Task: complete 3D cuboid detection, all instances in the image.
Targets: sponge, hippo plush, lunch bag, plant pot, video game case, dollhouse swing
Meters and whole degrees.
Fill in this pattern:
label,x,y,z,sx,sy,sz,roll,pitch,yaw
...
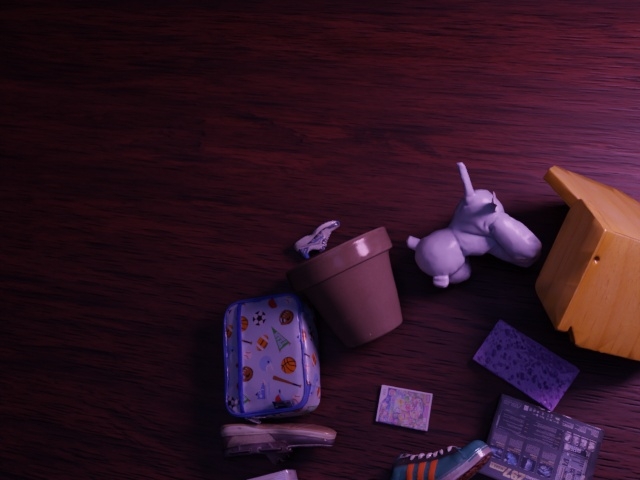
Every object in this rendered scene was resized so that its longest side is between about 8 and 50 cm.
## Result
label,x,y,z,sx,sy,sz,roll,pitch,yaw
sponge,0.473,0.287,1.572,0.210,0.031,0.117,33,81,19
hippo plush,0.349,0.019,1.567,0.236,0.294,0.234,-45,62,9
lunch bag,-0.127,0.288,1.645,0.243,0.115,0.303,-10,69,19
plant pot,0.082,0.122,1.614,0.263,0.263,0.229,-26,88,2
video game case,0.198,0.395,1.604,0.122,0.011,0.087,7,74,14
dollhouse swing,0.620,0.045,1.512,0.346,0.305,0.315,15,105,-24

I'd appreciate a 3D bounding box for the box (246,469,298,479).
label,x,y,z,sx,sy,sz,roll,pitch,yaw
box,-0.104,0.580,1.559,0.101,0.102,0.087,-16,68,5

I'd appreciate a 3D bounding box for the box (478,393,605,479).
label,x,y,z,sx,sy,sz,roll,pitch,yaw
box,0.482,0.465,1.498,0.232,0.059,0.183,17,77,16

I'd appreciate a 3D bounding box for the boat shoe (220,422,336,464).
label,x,y,z,sx,sy,sz,roll,pitch,yaw
boat shoe,-0.101,0.477,1.596,0.285,0.103,0.092,-2,78,14

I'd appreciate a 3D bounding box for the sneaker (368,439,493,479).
label,x,y,z,sx,sy,sz,roll,pitch,yaw
sneaker,0.228,0.505,1.490,0.302,0.108,0.121,-38,59,14

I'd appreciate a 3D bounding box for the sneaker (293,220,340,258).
label,x,y,z,sx,sy,sz,roll,pitch,yaw
sneaker,0.000,0.000,1.757,0.135,0.052,0.058,-35,79,7
